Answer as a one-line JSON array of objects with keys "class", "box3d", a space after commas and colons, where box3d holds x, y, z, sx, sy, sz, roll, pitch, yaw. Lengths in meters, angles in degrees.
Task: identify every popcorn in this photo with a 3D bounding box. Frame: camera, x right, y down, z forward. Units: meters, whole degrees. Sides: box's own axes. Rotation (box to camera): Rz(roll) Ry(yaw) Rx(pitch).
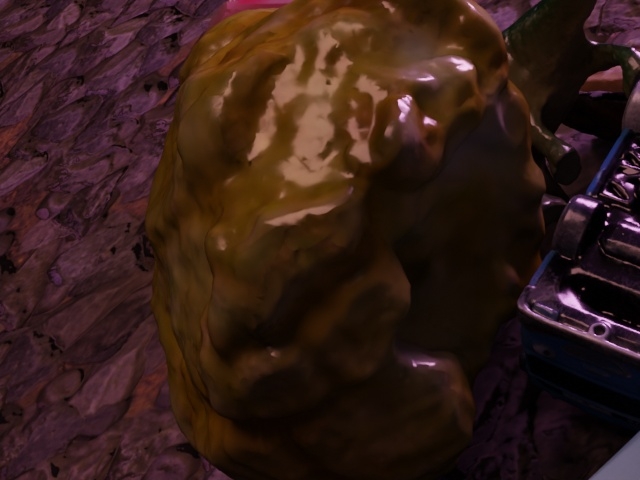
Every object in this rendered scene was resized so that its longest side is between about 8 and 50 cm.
[{"class": "popcorn", "box3d": [-0.007, -0.003, 1.042, 0.292, 0.293, 0.334, 8, 80, 35]}]

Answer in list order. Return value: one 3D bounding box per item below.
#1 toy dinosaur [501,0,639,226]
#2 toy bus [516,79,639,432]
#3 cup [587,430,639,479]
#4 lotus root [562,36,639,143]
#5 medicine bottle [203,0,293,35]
[{"class": "toy dinosaur", "box3d": [0.112, -0.123, 1.184, 0.087, 0.447, 0.301, -9, 39, -29]}, {"class": "toy bus", "box3d": [0.219, 0.007, 0.999, 0.116, 0.134, 0.234, 22, 58, 22]}, {"class": "cup", "box3d": [0.252, 0.105, 0.828, 0.235, 0.134, 0.148, -45, 33, -18]}, {"class": "lotus root", "box3d": [0.291, -0.100, 1.149, 0.167, 0.078, 0.329, -26, 19, -34]}, {"class": "medicine bottle", "box3d": [0.006, -0.161, 1.460, 0.247, 0.147, 0.147, 11, 53, 52]}]
